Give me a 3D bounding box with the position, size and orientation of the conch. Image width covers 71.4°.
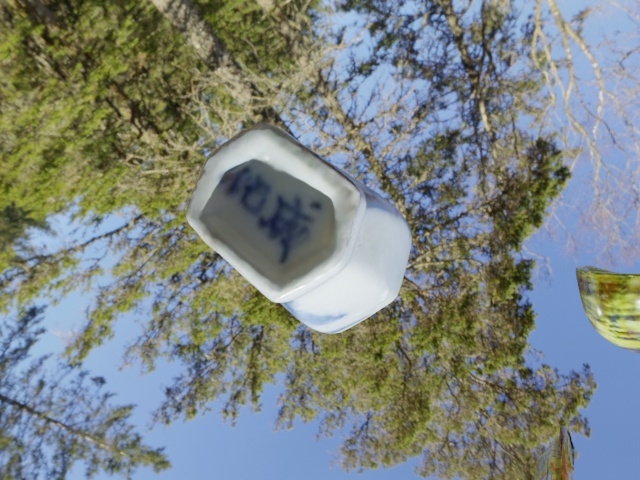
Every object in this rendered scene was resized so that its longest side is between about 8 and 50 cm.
[{"bbox_3d":[0.424,0.076,0.535,0.181,0.187,0.124,-16,-104,37],"label":"conch"}]

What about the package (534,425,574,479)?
[{"bbox_3d":[0.319,0.332,0.614,0.031,0.120,0.108,15,-137,18],"label":"package"}]

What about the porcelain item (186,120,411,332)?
[{"bbox_3d":[0.000,0.000,0.596,0.242,0.405,0.178,38,-91,17],"label":"porcelain item"}]
